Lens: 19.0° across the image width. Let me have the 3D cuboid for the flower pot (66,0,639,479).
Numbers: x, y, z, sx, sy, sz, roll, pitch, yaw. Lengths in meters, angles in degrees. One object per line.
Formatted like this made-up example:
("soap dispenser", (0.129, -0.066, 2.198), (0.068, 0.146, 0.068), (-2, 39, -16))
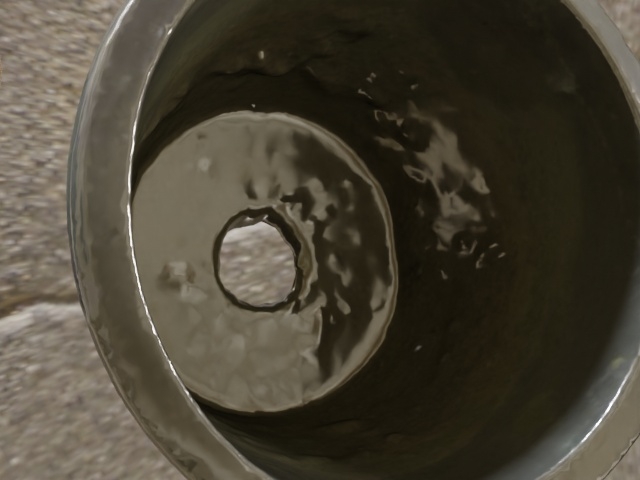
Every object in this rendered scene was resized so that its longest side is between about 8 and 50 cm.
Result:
("flower pot", (0.000, 0.000, 0.799), (0.269, 0.166, 0.269), (4, 80, -26))

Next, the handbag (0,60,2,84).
("handbag", (-0.299, -0.078, 0.969), (0.283, 0.302, 0.149), (14, 87, 39))
